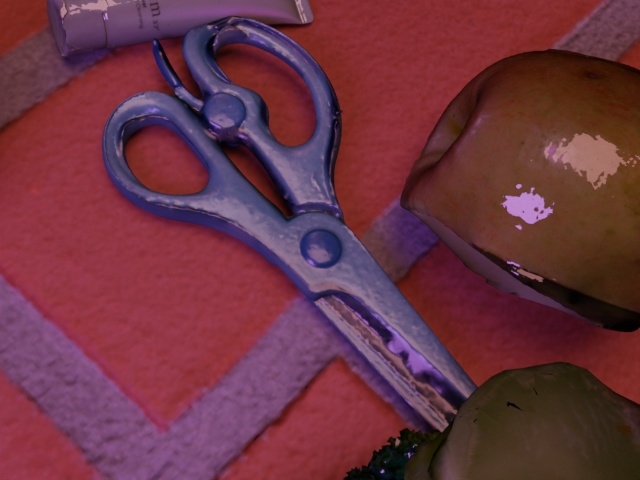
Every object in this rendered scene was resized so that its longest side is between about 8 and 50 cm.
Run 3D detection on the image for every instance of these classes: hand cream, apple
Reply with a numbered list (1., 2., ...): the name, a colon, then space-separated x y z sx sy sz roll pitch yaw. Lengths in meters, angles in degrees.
1. hand cream: -0.105 -0.187 0.675 0.205 0.050 0.078 -19 91 -22
2. apple: 0.173 -0.041 0.601 0.188 0.174 0.207 30 47 -19

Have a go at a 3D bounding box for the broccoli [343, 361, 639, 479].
1. broccoli: 0.056 0.200 0.408 0.298 0.297 0.297 2 36 -2

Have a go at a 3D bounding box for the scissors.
1. scissors: 0.000 0.000 0.620 0.180 0.032 0.393 -37 79 -17
